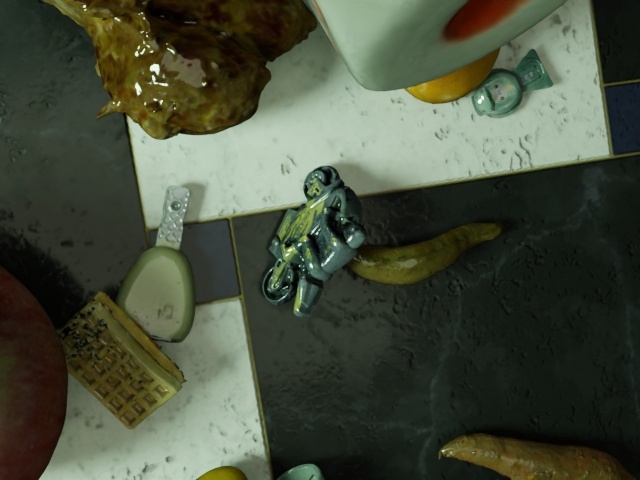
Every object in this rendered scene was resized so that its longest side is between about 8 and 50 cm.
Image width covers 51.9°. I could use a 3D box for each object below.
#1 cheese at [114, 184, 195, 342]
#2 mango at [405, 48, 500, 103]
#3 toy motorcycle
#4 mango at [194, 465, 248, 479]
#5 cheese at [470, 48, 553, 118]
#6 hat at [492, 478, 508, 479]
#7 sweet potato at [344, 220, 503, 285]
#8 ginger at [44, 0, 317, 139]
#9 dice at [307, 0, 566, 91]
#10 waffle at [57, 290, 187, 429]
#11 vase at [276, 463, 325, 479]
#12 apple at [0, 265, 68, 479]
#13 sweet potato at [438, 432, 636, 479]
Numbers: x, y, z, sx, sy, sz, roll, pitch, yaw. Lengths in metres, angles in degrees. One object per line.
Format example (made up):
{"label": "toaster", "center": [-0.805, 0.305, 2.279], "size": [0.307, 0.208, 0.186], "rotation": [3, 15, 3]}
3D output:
{"label": "cheese", "center": [-0.191, 0.028, 0.807], "size": [0.097, 0.037, 0.192], "rotation": [12, 89, -12]}
{"label": "mango", "center": [0.182, -0.281, 0.845], "size": [0.141, 0.102, 0.217], "rotation": [30, 87, -15]}
{"label": "toy motorcycle", "center": [0.000, 0.000, 0.807], "size": [0.061, 0.124, 0.193], "rotation": [30, 79, -48]}
{"label": "mango", "center": [-0.141, 0.397, 0.786], "size": [0.139, 0.113, 0.253], "rotation": [19, 81, 2]}
{"label": "cheese", "center": [0.257, -0.210, 0.899], "size": [0.121, 0.026, 0.067], "rotation": [-31, 97, -9]}
{"label": "hat", "center": [0.220, 0.371, 0.889], "size": [0.121, 0.050, 0.121], "rotation": [-1, 96, -9]}
{"label": "sweet potato", "center": [0.137, 0.020, 0.862], "size": [0.250, 0.059, 0.069], "rotation": [-12, 56, -12]}
{"label": "ginger", "center": [-0.226, -0.266, 0.726], "size": [0.418, 0.176, 0.254], "rotation": [29, 77, -18]}
{"label": "dice", "center": [0.102, -0.356, 0.667], "size": [0.304, 0.277, 0.304], "rotation": [-30, 80, 8]}
{"label": "waffle", "center": [-0.240, 0.143, 0.773], "size": [0.102, 0.042, 0.148], "rotation": [-39, 98, 25]}
{"label": "vase", "center": [0.015, 0.399, 0.830], "size": [0.096, 0.096, 0.219], "rotation": [-33, 100, -9]}
{"label": "apple", "center": [-0.431, 0.148, 0.657], "size": [0.345, 0.269, 0.344], "rotation": [5, 73, -16]}
{"label": "sweet potato", "center": [0.311, 0.311, 0.898], "size": [0.315, 0.072, 0.066], "rotation": [10, 111, -13]}
